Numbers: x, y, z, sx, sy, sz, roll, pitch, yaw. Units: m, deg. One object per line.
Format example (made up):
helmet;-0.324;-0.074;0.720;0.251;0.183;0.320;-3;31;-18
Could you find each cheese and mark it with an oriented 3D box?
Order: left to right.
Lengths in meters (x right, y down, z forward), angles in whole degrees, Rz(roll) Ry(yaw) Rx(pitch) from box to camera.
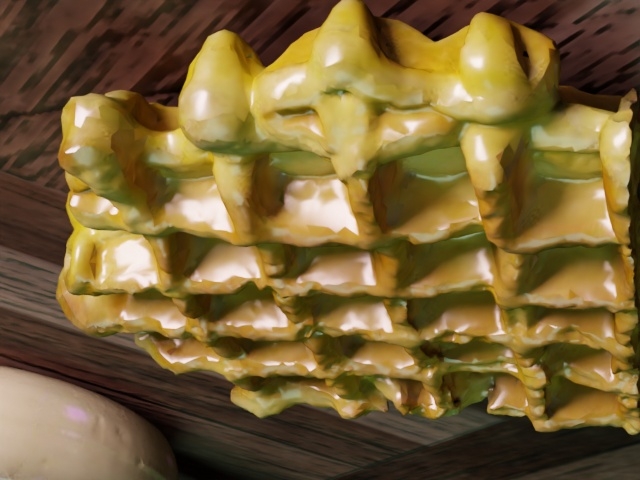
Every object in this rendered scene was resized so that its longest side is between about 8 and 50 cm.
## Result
cheese;-0.120;0.143;0.747;0.248;0.071;0.163;21;152;-23

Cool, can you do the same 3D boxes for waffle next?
waffle;0.000;0.001;0.446;0.219;0.057;0.229;0;152;16
